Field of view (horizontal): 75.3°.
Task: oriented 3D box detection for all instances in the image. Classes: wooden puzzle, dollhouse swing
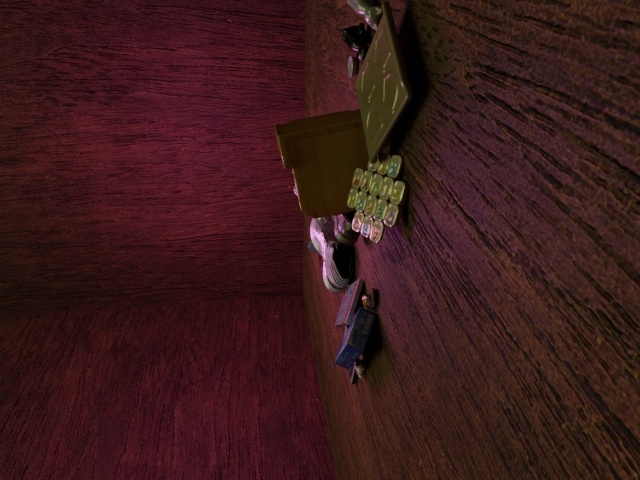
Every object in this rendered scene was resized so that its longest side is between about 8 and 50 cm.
[{"bbox_3d":[0.194,-0.450,1.233,0.347,0.081,0.321,111,155,-65],"label":"wooden puzzle"},{"bbox_3d":[0.034,-0.292,1.554,0.315,0.347,0.304,-112,10,-63],"label":"dollhouse swing"}]

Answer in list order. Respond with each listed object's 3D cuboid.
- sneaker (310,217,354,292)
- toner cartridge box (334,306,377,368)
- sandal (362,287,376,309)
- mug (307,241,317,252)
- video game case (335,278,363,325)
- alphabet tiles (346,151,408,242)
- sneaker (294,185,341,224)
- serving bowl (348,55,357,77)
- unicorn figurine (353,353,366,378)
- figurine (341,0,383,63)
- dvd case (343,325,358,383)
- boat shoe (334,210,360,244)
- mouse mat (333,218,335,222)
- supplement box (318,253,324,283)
[{"bbox_3d":[0.080,0.014,2.079,0.257,0.169,0.447,120,139,-59],"label":"sneaker"},{"bbox_3d":[0.141,0.415,1.731,0.347,0.075,0.165,102,-170,-61],"label":"toner cartridge box"},{"bbox_3d":[0.188,0.241,1.661,0.180,0.049,0.072,109,156,-69],"label":"sandal"},{"bbox_3d":[-0.005,0.008,2.682,0.157,0.097,0.129,-59,-1,41],"label":"mug"},{"bbox_3d":[0.129,0.293,1.904,0.285,0.025,0.203,117,172,-75],"label":"video game case"},{"bbox_3d":[0.174,-0.145,1.334,0.284,0.021,0.277,35,115,57],"label":"alphabet tiles"},{"bbox_3d":[0.067,-0.235,1.696,0.137,0.366,0.210,7,136,53],"label":"sneaker"},{"bbox_3d":[0.137,-0.726,1.735,0.083,0.027,0.083,177,90,-82],"label":"serving bowl"},{"bbox_3d":[0.178,0.554,1.850,0.111,0.060,0.161,-106,-1,-55],"label":"unicorn figurine"},{"bbox_3d":[0.158,-0.744,1.446,0.214,0.093,0.209,99,158,-51],"label":"figurine"},{"bbox_3d":[0.153,0.572,2.090,0.238,0.030,0.179,-101,11,-46],"label":"dvd case"},{"bbox_3d":[0.122,-0.145,1.810,0.130,0.133,0.355,-54,36,41],"label":"boat shoe"},{"bbox_3d":[0.091,-0.071,2.367,0.189,0.007,0.152,105,160,-63],"label":"mouse mat"},{"bbox_3d":[0.041,0.135,2.553,0.130,0.073,0.239,96,167,-46],"label":"supplement box"}]
